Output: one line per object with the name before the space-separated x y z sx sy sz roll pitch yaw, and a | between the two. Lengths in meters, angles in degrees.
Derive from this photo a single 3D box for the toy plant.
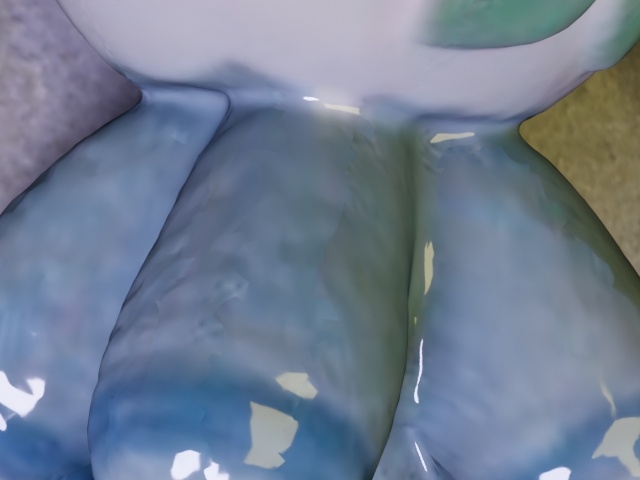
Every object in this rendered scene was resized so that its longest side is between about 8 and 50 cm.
toy plant | 0.000 0.000 0.532 0.247 0.247 0.332 5 91 -33
